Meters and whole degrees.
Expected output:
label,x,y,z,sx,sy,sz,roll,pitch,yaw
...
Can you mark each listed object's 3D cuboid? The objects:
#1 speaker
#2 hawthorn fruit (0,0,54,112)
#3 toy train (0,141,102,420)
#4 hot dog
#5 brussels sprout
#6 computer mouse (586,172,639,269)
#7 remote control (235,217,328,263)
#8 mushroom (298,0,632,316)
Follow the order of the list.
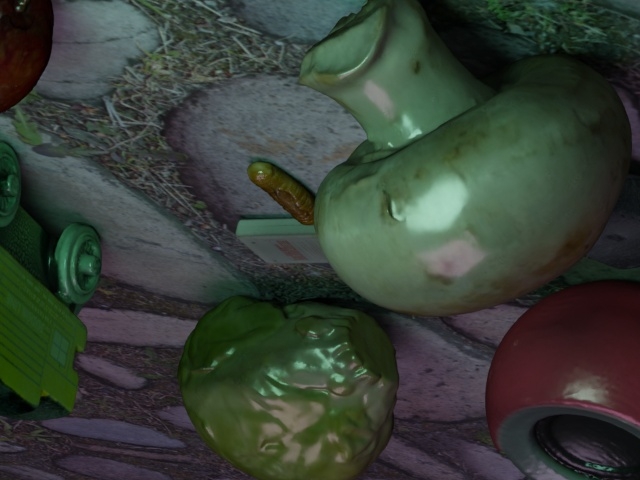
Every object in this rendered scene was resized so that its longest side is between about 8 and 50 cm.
label,x,y,z,sx,sy,sz,roll,pitch,yaw
speaker,0.331,0.180,2.144,0.294,0.294,0.294,10,159,4
hawthorn fruit,-0.312,-0.191,1.729,0.148,0.148,0.172,27,147,-35
toy train,-0.403,0.055,2.209,0.179,0.272,0.442,1,157,18
hot dog,-0.036,-0.051,2.082,0.044,0.028,0.137,-7,151,25
brussels sprout,-0.027,0.195,2.436,0.316,0.243,0.274,-5,129,27
computer mouse,0.305,-0.028,1.908,0.113,0.068,0.229,-23,153,35
remote control,0.000,0.000,2.184,0.190,0.029,0.087,-1,155,30
mushroom,0.119,-0.089,1.637,0.297,0.297,0.290,-15,107,49
